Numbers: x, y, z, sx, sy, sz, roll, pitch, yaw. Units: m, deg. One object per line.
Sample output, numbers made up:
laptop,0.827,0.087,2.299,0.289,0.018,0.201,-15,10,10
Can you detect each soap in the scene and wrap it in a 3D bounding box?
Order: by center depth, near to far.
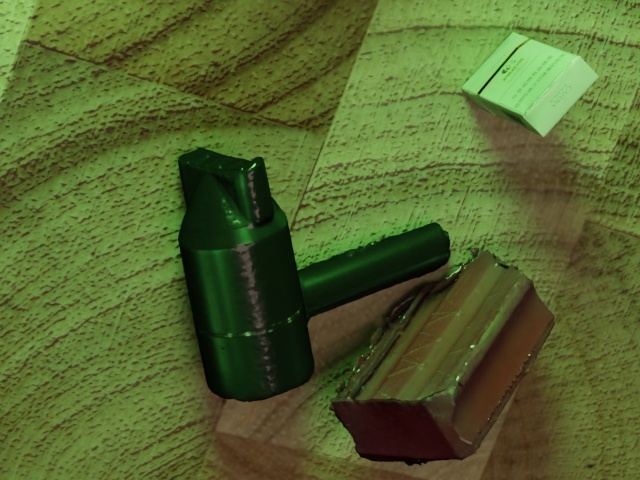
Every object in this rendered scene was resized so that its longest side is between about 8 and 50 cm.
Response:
soap,0.139,0.114,1.918,0.099,0.162,0.250,56,51,-23

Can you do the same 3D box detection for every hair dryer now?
hair dryer,0.000,0.000,1.872,0.302,0.116,0.244,-20,114,-28

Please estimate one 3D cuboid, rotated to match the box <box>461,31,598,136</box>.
box,0.210,-0.160,1.860,0.040,0.154,0.084,41,89,-24
